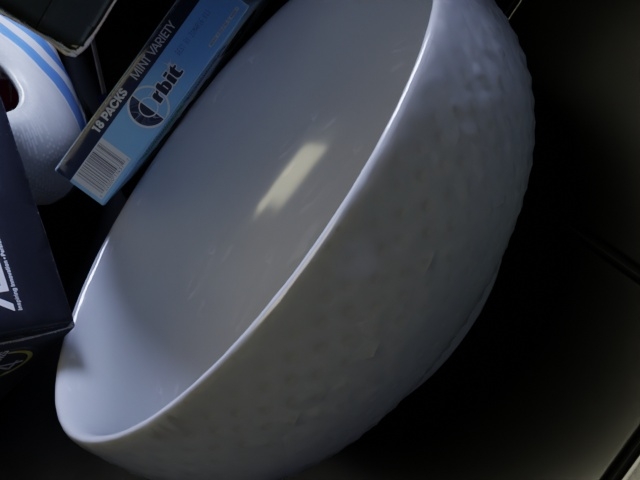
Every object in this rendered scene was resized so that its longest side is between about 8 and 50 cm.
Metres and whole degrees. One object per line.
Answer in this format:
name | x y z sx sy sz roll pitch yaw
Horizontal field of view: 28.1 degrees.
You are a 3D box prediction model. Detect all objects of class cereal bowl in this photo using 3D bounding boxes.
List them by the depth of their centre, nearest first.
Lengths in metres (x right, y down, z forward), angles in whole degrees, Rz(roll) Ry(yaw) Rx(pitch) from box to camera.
cereal bowl | 0.000 0.000 0.736 0.339 0.141 0.339 -42 25 25

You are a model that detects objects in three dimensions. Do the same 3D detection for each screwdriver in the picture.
screwdriver | -0.176 -0.124 1.011 0.025 0.024 0.170 -21 60 -2

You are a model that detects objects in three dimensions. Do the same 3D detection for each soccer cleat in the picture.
soccer cleat | -0.282 -0.170 1.022 0.116 0.143 0.331 -43 56 18

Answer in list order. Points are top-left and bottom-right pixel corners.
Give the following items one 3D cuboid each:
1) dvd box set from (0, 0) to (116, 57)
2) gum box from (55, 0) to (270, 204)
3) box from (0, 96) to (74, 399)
dvd box set | -0.103 -0.287 0.831 0.308 0.062 0.420 -58 16 9
gum box | -0.098 -0.113 0.863 0.041 0.184 0.157 37 102 -6
box | -0.325 -0.052 0.902 0.318 0.097 0.395 -39 67 49
